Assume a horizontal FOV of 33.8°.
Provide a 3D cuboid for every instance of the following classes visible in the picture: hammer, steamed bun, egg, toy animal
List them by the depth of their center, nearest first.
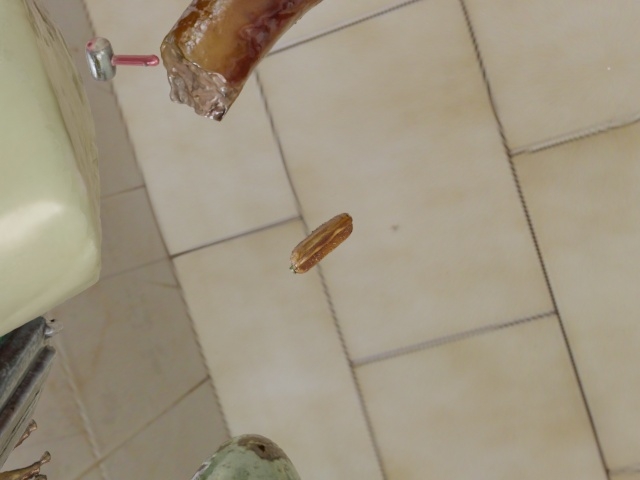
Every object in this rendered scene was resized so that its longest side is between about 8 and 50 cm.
[{"bbox_3d":[-0.375,-0.101,0.819,0.371,0.456,0.290,-27,136,-16],"label":"steamed bun"},{"bbox_3d":[-0.221,-0.203,1.184,0.083,0.031,0.053,2,138,6],"label":"hammer"},{"bbox_3d":[-0.089,0.333,1.222,0.169,0.169,0.231,-8,53,16],"label":"egg"},{"bbox_3d":[-0.489,0.328,1.493,0.054,0.275,0.149,23,95,35],"label":"toy animal"}]

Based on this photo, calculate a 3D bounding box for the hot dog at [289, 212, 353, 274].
[{"bbox_3d":[0.000,0.000,1.448,0.037,0.122,0.049,36,150,25],"label":"hot dog"}]

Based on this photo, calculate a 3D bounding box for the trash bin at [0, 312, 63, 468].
[{"bbox_3d":[-0.502,0.133,1.121,0.381,0.259,0.295,29,133,-3],"label":"trash bin"}]

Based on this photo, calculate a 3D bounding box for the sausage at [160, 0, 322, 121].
[{"bbox_3d":[-0.006,-0.216,0.852,0.302,0.076,0.103,-38,95,-11],"label":"sausage"}]
